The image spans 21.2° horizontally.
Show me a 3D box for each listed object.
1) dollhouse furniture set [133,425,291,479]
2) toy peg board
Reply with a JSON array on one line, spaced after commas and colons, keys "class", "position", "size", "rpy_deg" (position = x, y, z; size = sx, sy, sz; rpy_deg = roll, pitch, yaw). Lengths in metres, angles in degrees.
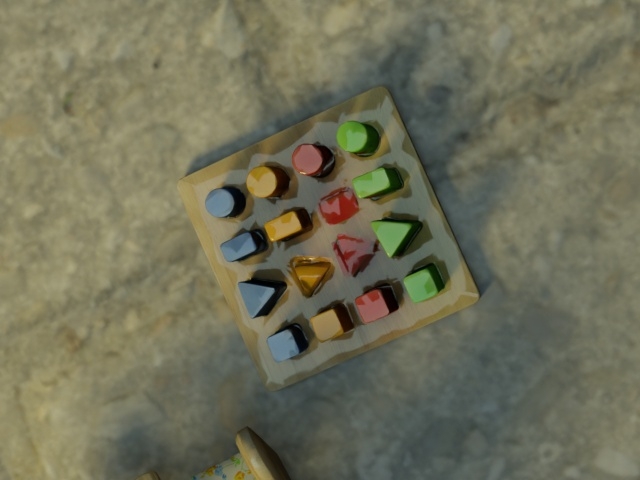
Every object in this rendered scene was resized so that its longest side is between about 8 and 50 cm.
[{"class": "dollhouse furniture set", "position": [-0.089, 0.254, 1.023], "size": [0.212, 0.161, 0.242], "rpy_deg": [-30, 65, 1]}, {"class": "toy peg board", "position": [0.000, 0.000, 1.137], "size": [0.161, 0.079, 0.161], "rpy_deg": [-24, 87, 8]}]
